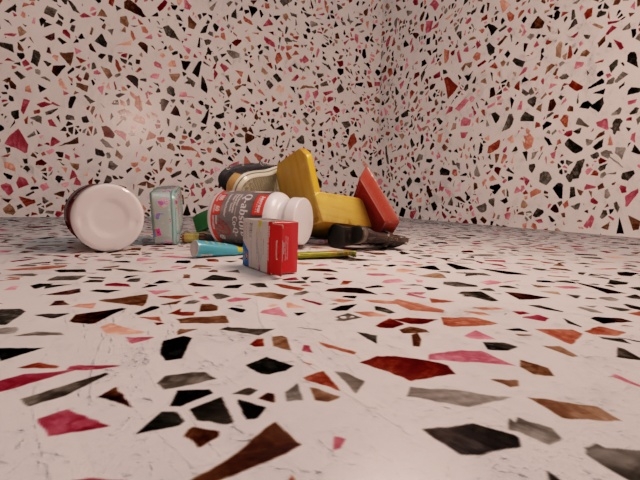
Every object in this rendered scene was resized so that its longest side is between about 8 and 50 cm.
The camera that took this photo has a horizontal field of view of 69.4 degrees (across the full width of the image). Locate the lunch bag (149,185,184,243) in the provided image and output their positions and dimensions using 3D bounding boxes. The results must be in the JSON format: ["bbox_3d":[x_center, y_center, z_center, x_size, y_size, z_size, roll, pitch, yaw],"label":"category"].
[{"bbox_3d":[-0.600,-0.099,1.824,0.108,0.224,0.279,-4,12,-11],"label":"lunch bag"}]

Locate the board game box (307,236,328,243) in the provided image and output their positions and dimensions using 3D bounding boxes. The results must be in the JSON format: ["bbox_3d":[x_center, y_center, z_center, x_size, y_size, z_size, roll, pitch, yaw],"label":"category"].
[{"bbox_3d":[0.000,0.000,1.931,0.090,0.020,0.090,5,8,30],"label":"board game box"}]

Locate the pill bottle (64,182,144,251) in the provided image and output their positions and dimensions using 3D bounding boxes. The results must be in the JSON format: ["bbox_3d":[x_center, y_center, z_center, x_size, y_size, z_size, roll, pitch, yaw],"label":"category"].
[{"bbox_3d":[-0.783,-0.090,1.646,0.224,0.224,0.392,-2,7,-32],"label":"pill bottle"}]

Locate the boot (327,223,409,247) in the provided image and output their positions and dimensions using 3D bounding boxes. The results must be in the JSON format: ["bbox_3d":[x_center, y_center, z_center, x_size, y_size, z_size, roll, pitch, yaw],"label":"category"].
[{"bbox_3d":[0.178,-0.004,1.781,0.229,0.091,0.263,8,-3,-35],"label":"boot"}]

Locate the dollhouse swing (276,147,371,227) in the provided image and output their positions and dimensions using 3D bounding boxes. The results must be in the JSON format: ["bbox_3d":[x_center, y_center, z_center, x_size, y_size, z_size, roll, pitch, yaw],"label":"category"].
[{"bbox_3d":[0.002,-0.189,1.948,0.315,0.305,0.347,5,-11,-28],"label":"dollhouse swing"}]

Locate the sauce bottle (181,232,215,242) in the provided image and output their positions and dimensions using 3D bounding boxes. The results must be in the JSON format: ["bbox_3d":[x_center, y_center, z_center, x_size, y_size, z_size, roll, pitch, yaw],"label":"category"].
[{"bbox_3d":[-0.482,-0.011,1.829,0.128,0.042,0.042,2,6,0],"label":"sauce bottle"}]

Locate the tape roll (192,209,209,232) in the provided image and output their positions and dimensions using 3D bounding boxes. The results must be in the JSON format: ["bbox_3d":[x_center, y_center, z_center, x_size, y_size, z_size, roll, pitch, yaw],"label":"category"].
[{"bbox_3d":[-0.429,-0.110,2.159,0.321,0.077,0.321,-16,-3,-1],"label":"tape roll"}]

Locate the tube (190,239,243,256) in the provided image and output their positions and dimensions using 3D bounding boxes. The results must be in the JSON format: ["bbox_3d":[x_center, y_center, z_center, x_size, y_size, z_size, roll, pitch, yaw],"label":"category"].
[{"bbox_3d":[-0.313,0.029,1.479,0.207,0.052,0.080,4,13,-46],"label":"tube"}]

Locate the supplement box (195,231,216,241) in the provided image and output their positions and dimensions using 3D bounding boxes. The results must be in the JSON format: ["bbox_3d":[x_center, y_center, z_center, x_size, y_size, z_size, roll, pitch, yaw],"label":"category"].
[{"bbox_3d":[-0.459,-0.016,1.910,0.098,0.036,0.062,4,7,21],"label":"supplement box"}]

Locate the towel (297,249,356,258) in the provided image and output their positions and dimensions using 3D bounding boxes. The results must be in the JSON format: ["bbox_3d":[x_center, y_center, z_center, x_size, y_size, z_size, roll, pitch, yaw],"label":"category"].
[{"bbox_3d":[-0.009,0.047,1.489,0.237,0.021,0.102,-2,1,-20],"label":"towel"}]

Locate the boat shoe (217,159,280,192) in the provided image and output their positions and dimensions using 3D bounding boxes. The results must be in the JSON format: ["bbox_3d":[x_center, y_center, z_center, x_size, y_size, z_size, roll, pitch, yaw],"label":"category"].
[{"bbox_3d":[-0.274,-0.273,2.087,0.156,0.187,0.500,30,21,19],"label":"boat shoe"}]

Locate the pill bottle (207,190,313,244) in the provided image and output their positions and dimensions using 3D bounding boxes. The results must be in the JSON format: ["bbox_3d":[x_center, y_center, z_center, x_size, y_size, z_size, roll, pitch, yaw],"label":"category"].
[{"bbox_3d":[-0.225,-0.082,1.753,0.363,0.210,0.210,3,6,23],"label":"pill bottle"}]

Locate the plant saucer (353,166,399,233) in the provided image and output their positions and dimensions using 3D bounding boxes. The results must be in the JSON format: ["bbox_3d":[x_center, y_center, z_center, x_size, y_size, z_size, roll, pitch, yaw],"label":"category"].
[{"bbox_3d":[0.207,-0.126,1.850,0.047,0.258,0.259,-25,-16,-12],"label":"plant saucer"}]

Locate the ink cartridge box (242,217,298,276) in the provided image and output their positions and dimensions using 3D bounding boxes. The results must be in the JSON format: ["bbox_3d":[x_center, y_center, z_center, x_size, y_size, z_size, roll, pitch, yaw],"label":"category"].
[{"bbox_3d":[-0.124,0.013,1.210,0.078,0.134,0.231,-2,7,-33],"label":"ink cartridge box"}]
